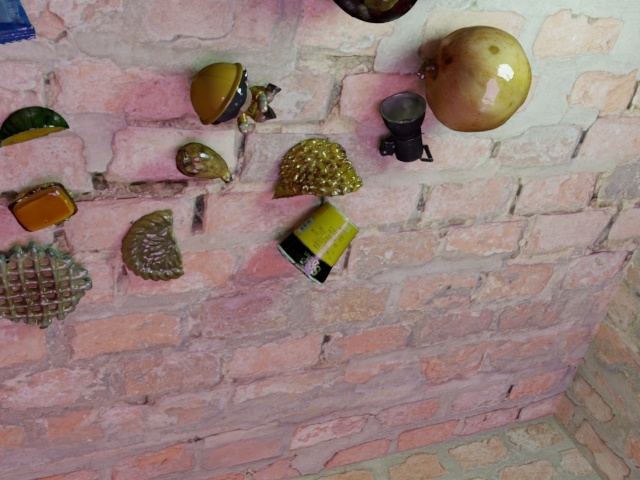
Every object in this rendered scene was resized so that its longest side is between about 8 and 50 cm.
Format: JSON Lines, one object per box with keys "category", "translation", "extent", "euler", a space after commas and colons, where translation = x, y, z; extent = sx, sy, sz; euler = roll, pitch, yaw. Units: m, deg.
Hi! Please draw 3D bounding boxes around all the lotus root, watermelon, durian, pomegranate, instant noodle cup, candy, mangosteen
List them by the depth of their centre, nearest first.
{"category": "candy", "translation": [-0.762, -0.591, 1.469], "extent": [0.187, 0.077, 0.331], "euler": [-9, 128, -11]}
{"category": "mangosteen", "translation": [0.145, -0.694, 1.684], "extent": [0.288, 0.288, 0.288], "euler": [-13, 129, -16]}
{"category": "watermelon", "translation": [-0.748, -0.287, 1.706], "extent": [0.181, 0.075, 0.092], "euler": [-16, 134, -16]}
{"category": "lotus root", "translation": [-0.339, -0.224, 1.947], "extent": [0.108, 0.094, 0.191], "euler": [-34, 146, 34]}
{"category": "pomegranate", "translation": [0.446, -0.485, 1.967], "extent": [0.338, 0.338, 0.338], "euler": [-13, 129, -16]}
{"category": "durian", "translation": [-0.006, -0.229, 2.100], "extent": [0.305, 0.185, 0.195], "euler": [-4, 103, -13]}
{"category": "instant noodle cup", "translation": [0.000, 0.000, 2.217], "extent": [0.236, 0.215, 0.215], "euler": [-49, 130, 4]}

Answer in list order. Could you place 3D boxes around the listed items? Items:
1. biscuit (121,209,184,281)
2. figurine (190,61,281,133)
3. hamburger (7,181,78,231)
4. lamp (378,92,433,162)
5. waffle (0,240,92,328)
{"category": "biscuit", "translation": [-0.532, 0.035, 2.083], "extent": [0.187, 0.036, 0.273], "euler": [-17, 130, -14]}
{"category": "figurine", "translation": [-0.242, -0.393, 1.815], "extent": [0.257, 0.167, 0.192], "euler": [4, 122, -56]}
{"category": "hamburger", "translation": [-0.769, -0.095, 1.835], "extent": [0.166, 0.087, 0.137], "euler": [-23, 132, -6]}
{"category": "lamp", "translation": [0.269, -0.340, 2.128], "extent": [0.172, 0.147, 0.227], "euler": [-14, 139, 1]}
{"category": "waffle", "translation": [-0.863, 0.138, 1.990], "extent": [0.292, 0.056, 0.309], "euler": [-43, 132, 10]}
